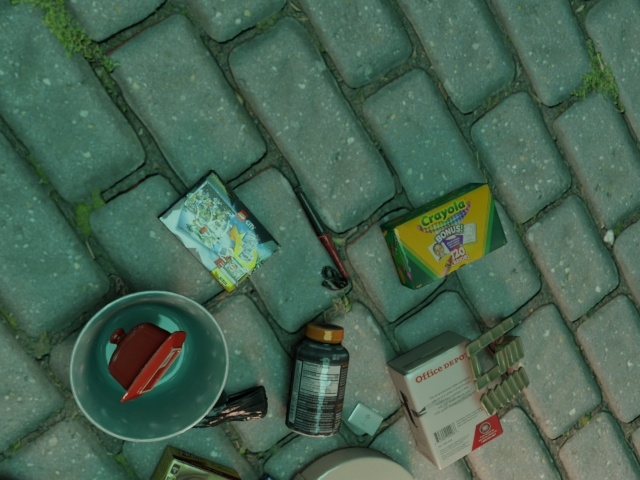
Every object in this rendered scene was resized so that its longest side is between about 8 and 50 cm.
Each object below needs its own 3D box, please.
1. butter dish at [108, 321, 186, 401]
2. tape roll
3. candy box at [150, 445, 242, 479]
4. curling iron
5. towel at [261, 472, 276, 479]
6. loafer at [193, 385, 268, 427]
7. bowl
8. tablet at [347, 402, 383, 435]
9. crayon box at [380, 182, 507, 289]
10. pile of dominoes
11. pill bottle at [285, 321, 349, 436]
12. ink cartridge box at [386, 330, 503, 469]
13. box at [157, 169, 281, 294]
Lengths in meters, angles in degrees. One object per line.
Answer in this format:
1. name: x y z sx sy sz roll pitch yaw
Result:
1. butter dish: -0.345 0.210 1.319 0.118 0.160 0.160 37 83 5
2. tape roll: 0.076 0.700 1.700 0.392 0.072 0.391 -3 97 -23
3. candy box: -0.325 0.643 1.558 0.183 0.087 0.316 28 85 -21
4. curling iron: 0.000 0.000 1.631 0.068 0.035 0.274 -25 104 -15
5. towel: -0.137 0.616 1.642 0.067 0.029 0.119 42 69 -13
6. loafer: -0.227 0.372 1.575 0.223 0.076 0.078 -4 92 -24
7. bowl: -0.360 0.244 1.465 0.312 0.163 0.311 -2 96 -18
8. tablet: 0.112 0.443 1.733 0.083 0.006 0.054 36 83 -19
9. crayon box: 0.303 -0.014 1.711 0.278 0.081 0.165 -25 103 -15
10. pile of dominoes: 0.435 0.314 1.750 0.251 0.040 0.195 -18 97 -46
11. pill bottle: -0.003 0.315 1.614 0.131 0.130 0.245 7 93 -20
12. ink cartridge box: 0.309 0.390 1.738 0.197 0.114 0.272 -24 104 -16
13. box: -0.221 -0.018 1.548 0.159 0.044 0.233 -43 107 -10
